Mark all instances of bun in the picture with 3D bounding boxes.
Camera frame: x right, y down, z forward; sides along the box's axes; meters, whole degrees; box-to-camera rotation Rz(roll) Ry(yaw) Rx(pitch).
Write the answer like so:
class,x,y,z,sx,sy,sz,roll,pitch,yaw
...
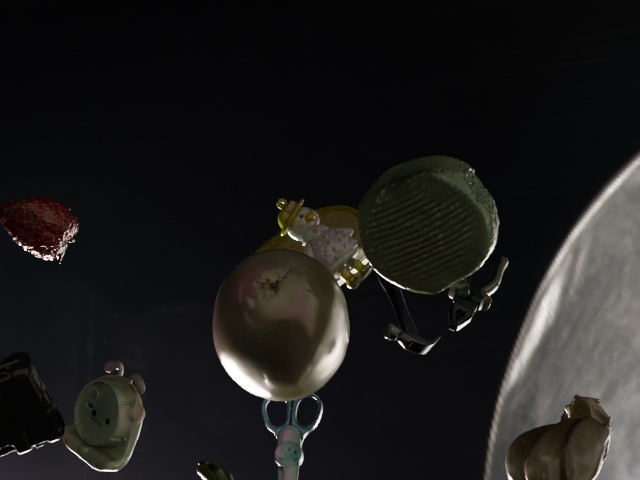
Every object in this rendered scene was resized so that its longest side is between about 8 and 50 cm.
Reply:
class,x,y,z,sx,sy,sz,roll,pitch,yaw
bun,0.162,-0.029,1.472,0.108,0.221,0.221,-52,-42,-61

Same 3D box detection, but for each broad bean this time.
class,x,y,z,sx,sy,sz,roll,pitch,yaw
broad bean,-0.211,0.532,2.128,0.048,0.213,0.070,-44,-53,-27

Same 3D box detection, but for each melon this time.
class,x,y,z,sx,sy,sz,roll,pitch,yaw
melon,-0.064,0.139,1.562,0.317,0.222,0.223,83,-178,-63

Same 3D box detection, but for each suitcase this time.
class,x,y,z,sx,sy,sz,roll,pitch,yaw
suitcase,-0.630,0.328,1.751,0.066,0.285,0.206,-121,13,-50

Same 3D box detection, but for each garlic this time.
class,x,y,z,sx,sy,sz,roll,pitch,yaw
garlic,0.485,0.463,1.917,0.210,0.292,0.237,46,152,-13

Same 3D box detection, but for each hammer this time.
class,x,y,z,sx,sy,sz,roll,pitch,yaw
hammer,0.166,0.131,2.014,0.037,0.137,0.290,-51,28,22

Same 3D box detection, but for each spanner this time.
class,x,y,z,sx,sy,sz,roll,pitch,yaw
spanner,0.337,0.108,2.116,0.325,0.095,0.040,-48,-24,-54

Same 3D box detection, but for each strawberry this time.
class,x,y,z,sx,sy,sz,roll,pitch,yaw
strawberry,-0.564,-0.028,1.935,0.148,0.131,0.131,11,-113,-44

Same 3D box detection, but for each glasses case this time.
class,x,y,z,sx,sy,sz,roll,pitch,yaw
glasses case,-0.047,0.066,2.225,0.173,0.371,0.141,47,168,29

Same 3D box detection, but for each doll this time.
class,x,y,z,sx,sy,sz,roll,pitch,yaw
doll,0.000,0.000,1.664,0.207,0.129,0.081,43,144,12

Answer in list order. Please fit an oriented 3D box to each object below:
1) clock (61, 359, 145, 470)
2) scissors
class,x,y,z,sx,sy,sz,roll,pitch,yaw
clock,-0.406,0.329,1.840,0.062,0.151,0.191,18,-85,-54
scissors,-0.061,0.422,1.913,0.030,0.125,0.256,68,-158,-62
